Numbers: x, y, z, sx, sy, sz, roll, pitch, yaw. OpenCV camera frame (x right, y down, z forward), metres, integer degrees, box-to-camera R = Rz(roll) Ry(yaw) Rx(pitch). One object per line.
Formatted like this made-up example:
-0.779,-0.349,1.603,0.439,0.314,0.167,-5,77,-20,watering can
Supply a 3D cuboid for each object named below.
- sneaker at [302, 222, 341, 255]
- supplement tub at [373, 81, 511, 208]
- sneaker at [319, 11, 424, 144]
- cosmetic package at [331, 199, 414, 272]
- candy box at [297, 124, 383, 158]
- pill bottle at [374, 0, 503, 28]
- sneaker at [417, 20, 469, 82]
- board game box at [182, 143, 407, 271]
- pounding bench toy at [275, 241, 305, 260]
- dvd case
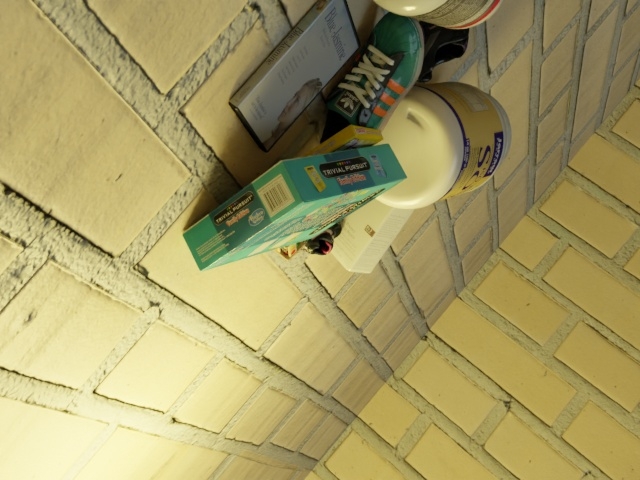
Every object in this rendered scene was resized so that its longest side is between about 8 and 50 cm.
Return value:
0.000,0.000,1.872,0.178,0.077,0.072,-19,144,-56,sneaker
0.235,-0.202,1.791,0.331,0.241,0.241,-19,142,-55,supplement tub
0.085,-0.266,1.551,0.121,0.108,0.302,-36,159,-41,sneaker
0.115,-0.050,1.943,0.086,0.117,0.231,7,122,-48,cosmetic package
0.005,-0.145,1.578,0.206,0.027,0.105,-30,169,29,candy box
0.165,-0.430,1.355,0.319,0.176,0.176,-12,137,-60,pill bottle
0.241,-0.398,1.641,0.283,0.124,0.107,-46,159,-15,sneaker
-0.039,-0.064,1.534,0.254,0.079,0.336,-32,172,34,board game box
-0.057,-0.011,1.768,0.083,0.052,0.065,-44,158,-19,pounding bench toy
-0.035,-0.272,1.423,0.253,0.022,0.180,-50,159,-5,dvd case
